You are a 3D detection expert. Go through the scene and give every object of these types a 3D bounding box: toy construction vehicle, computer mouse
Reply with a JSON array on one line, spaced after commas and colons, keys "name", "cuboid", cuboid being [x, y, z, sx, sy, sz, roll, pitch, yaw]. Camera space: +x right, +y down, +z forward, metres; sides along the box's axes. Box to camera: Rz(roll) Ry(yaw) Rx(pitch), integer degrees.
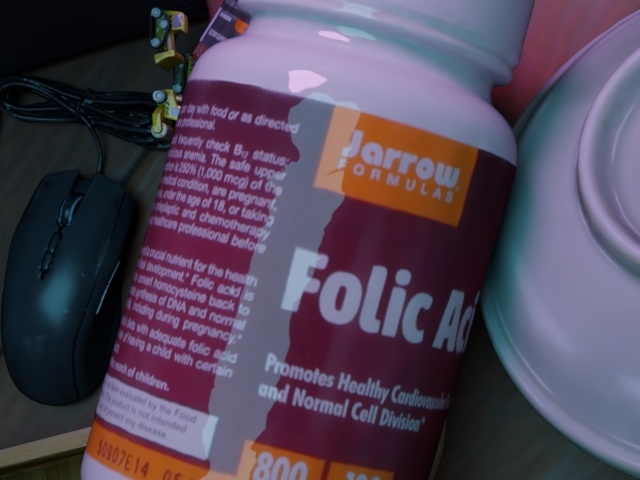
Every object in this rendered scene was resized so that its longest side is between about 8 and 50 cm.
[{"name": "toy construction vehicle", "cuboid": [-0.103, -0.122, 1.185, 0.035, 0.086, 0.098, 0, 83, 12]}, {"name": "computer mouse", "cuboid": [-0.231, -0.010, 1.227, 0.184, 0.060, 0.262, 17, 89, 18]}]

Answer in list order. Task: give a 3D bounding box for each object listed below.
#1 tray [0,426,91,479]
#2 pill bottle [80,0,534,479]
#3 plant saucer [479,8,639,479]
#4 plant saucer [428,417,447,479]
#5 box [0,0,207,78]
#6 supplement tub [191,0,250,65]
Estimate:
[{"name": "tray", "cuboid": [-0.155, 0.348, 1.138, 0.202, 0.076, 0.411, -17, 78, 28]}, {"name": "pill bottle", "cuboid": [0.000, 0.000, 1.007, 0.224, 0.224, 0.392, 15, 90, 19]}, {"name": "plant saucer", "cuboid": [0.275, -0.040, 0.959, 0.400, 0.100, 0.400, -13, 54, 18]}, {"name": "plant saucer", "cuboid": [-0.001, 0.132, 1.147, 0.200, 0.037, 0.200, -2, 84, 18]}, {"name": "box", "cuboid": [-0.331, -0.394, 1.082, 0.297, 0.480, 0.472, -13, 80, 16]}, {"name": "supplement tub", "cuboid": [-0.005, -0.188, 1.149, 0.106, 0.106, 0.198, 33, 94, 19]}]
